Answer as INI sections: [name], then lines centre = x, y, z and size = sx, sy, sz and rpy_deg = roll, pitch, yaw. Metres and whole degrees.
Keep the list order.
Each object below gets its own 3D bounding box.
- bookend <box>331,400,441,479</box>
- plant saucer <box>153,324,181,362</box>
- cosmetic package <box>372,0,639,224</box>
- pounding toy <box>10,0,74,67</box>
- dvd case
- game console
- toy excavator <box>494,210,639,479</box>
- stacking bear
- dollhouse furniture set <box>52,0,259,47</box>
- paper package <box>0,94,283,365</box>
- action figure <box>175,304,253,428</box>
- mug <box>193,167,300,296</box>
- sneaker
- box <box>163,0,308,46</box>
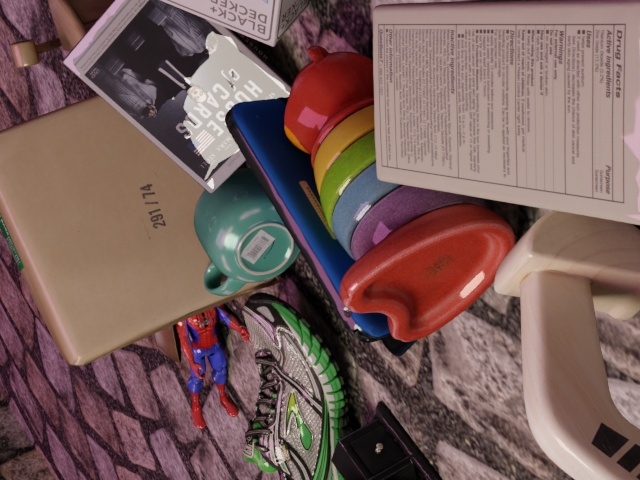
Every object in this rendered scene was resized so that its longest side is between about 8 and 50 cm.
[bookend]
centre = 0.054, 0.310, 1.552
size = 0.157, 0.156, 0.072
rpy_deg = 52, 151, 26
[plant saucer]
centre = -0.252, 0.099, 1.971
size = 0.198, 0.036, 0.198
rpy_deg = 172, 90, -85
[cosmetic package]
centre = 0.175, -0.114, 0.983
size = 0.309, 0.113, 0.160
rpy_deg = 15, 110, 54
[pounding toy]
centre = -0.331, -0.308, 1.683
size = 0.181, 0.206, 0.094
rpy_deg = 19, 127, 56
[dvd case]
centre = -0.160, -0.191, 1.454
size = 0.239, 0.029, 0.179
rpy_deg = 42, 117, -11
[game console]
centre = 0.000, 0.000, 1.390
size = 0.173, 0.250, 0.293
rpy_deg = -41, 74, 35
[toy excavator]
centre = 0.281, 0.231, 0.961
size = 0.445, 0.433, 0.222
rpy_deg = 33, 149, 1
[stacking bear]
centre = 0.057, -0.071, 1.236
size = 0.175, 0.164, 0.289
rpy_deg = 35, -158, -56
[dollhouse furniture set]
centre = -0.195, -0.352, 1.438
size = 0.303, 0.174, 0.355
rpy_deg = 54, 152, 20
[paper package]
centre = -0.264, -0.027, 1.672
size = 0.324, 0.310, 0.168
rpy_deg = 66, 161, 1
[action figure]
centre = -0.164, 0.194, 1.926
size = 0.139, 0.092, 0.280
rpy_deg = 47, 150, 48
[mug]
centre = -0.084, -0.001, 1.554
size = 0.097, 0.130, 0.157
rpy_deg = -128, 29, -52
[sneaker]
centre = -0.040, 0.232, 1.651
size = 0.134, 0.146, 0.343
rpy_deg = -157, 48, -68
[box]
centre = -0.085, -0.355, 1.255
size = 0.169, 0.087, 0.290
rpy_deg = 24, 141, 10
